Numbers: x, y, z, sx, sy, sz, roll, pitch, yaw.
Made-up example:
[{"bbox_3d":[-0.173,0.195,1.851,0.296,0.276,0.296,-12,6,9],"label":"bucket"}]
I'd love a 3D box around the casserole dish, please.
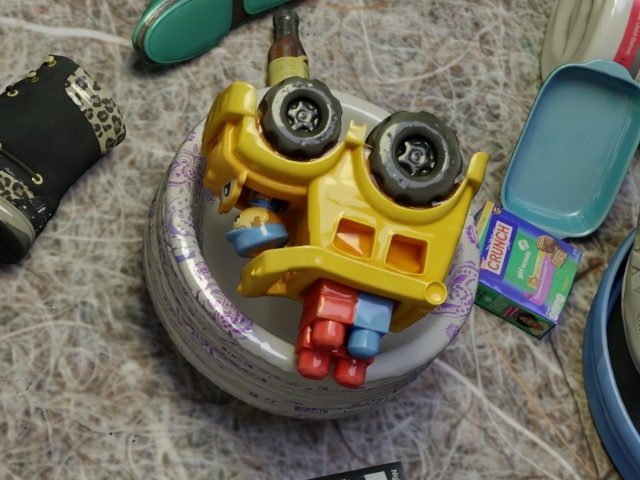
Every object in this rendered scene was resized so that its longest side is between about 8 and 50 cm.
[{"bbox_3d":[0.243,-0.090,1.699,0.114,0.188,0.037,16,18,-12],"label":"casserole dish"}]

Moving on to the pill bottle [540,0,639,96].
[{"bbox_3d":[0.401,-0.183,1.788,0.318,0.176,0.176,16,58,-13],"label":"pill bottle"}]

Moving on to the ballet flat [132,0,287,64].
[{"bbox_3d":[-0.102,-0.242,1.689,0.247,0.083,0.087,-31,53,-32],"label":"ballet flat"}]

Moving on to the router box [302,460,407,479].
[{"bbox_3d":[0.031,0.282,1.457,0.133,0.046,0.179,-7,66,-26],"label":"router box"}]

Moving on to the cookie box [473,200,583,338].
[{"bbox_3d":[0.184,0.027,1.665,0.107,0.040,0.092,28,57,-4],"label":"cookie box"}]

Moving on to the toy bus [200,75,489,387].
[{"bbox_3d":[0.000,0.000,1.382,0.220,0.149,0.211,18,73,-10],"label":"toy bus"}]

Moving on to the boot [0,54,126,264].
[{"bbox_3d":[-0.299,-0.111,1.524,0.236,0.085,0.178,43,53,-3],"label":"boot"}]

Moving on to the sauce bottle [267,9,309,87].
[{"bbox_3d":[-0.031,-0.163,1.684,0.042,0.042,0.128,7,62,-18],"label":"sauce bottle"}]

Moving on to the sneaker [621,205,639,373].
[{"bbox_3d":[0.317,-0.001,1.561,0.105,0.115,0.281,0,77,16],"label":"sneaker"}]

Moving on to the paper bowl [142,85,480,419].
[{"bbox_3d":[-0.015,0.019,1.525,0.284,0.148,0.284,10,59,-16],"label":"paper bowl"}]

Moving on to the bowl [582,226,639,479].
[{"bbox_3d":[0.429,0.139,1.680,0.391,0.077,0.391,10,59,-16],"label":"bowl"}]
